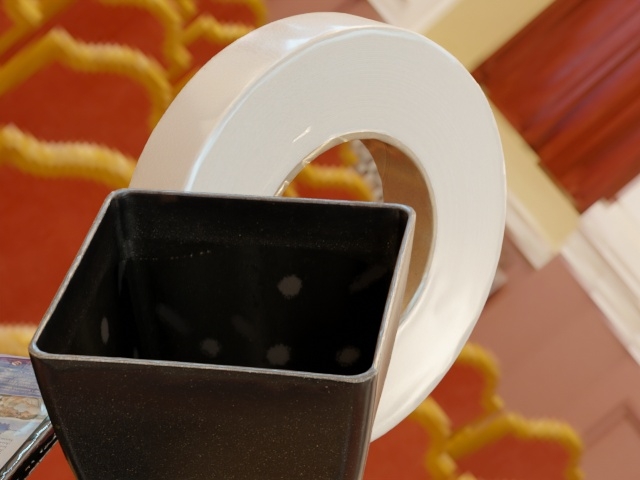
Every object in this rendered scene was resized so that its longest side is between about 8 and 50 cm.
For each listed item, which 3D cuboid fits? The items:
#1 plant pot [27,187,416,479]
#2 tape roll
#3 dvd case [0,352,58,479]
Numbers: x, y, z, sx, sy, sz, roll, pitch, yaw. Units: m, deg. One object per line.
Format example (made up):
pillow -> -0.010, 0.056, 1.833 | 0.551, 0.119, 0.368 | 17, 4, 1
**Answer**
plant pot -> -0.047, 0.090, 1.109 | 0.188, 0.187, 0.167 | -72, 163, -59
tape roll -> 0.000, 0.000, 1.629 | 0.072, 0.392, 0.392 | 23, -13, 45
dvd case -> -0.263, 0.124, 1.210 | 0.180, 0.022, 0.253 | 7, 20, 11
